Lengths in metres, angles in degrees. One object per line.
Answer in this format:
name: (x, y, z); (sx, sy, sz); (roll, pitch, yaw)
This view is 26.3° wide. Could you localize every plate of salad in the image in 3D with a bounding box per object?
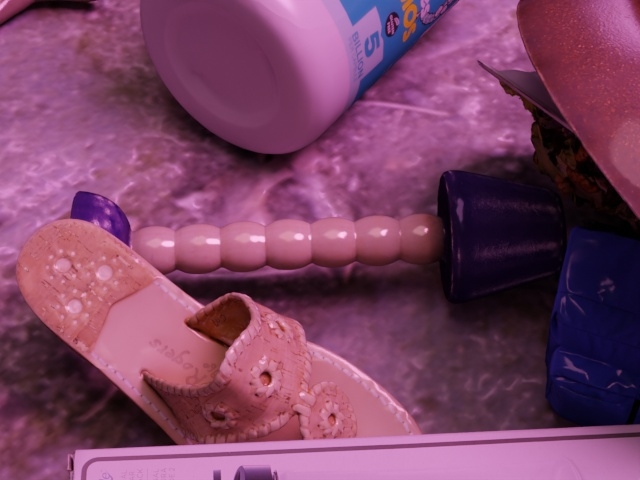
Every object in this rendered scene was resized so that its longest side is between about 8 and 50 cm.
plate of salad: (0.164, -0.036, 0.771); (0.200, 0.200, 0.048); (43, 102, 32)

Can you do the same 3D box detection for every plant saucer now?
plant saucer: (0.225, -0.027, 0.692); (0.310, 0.050, 0.310); (35, 27, -21)

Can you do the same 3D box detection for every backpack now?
backpack: (0.181, 0.056, 0.719); (0.120, 0.098, 0.101); (13, 78, 11)

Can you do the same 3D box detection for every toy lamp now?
toy lamp: (0.000, 0.000, 0.778); (0.275, 0.080, 0.080); (-1, 47, -2)

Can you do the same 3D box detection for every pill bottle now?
pill bottle: (0.015, -0.184, 0.900); (0.146, 0.146, 0.264); (27, 53, 22)

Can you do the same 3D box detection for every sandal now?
sandal: (-0.055, 0.062, 0.679); (0.240, 0.079, 0.088); (32, 78, 9)

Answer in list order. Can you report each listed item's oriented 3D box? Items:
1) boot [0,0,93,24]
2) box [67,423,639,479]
boot: (-0.221, -0.170, 0.961); (0.118, 0.042, 0.087); (22, 57, 19)
box: (0.032, 0.177, 0.607); (0.290, 0.087, 0.169); (-3, 48, -4)
